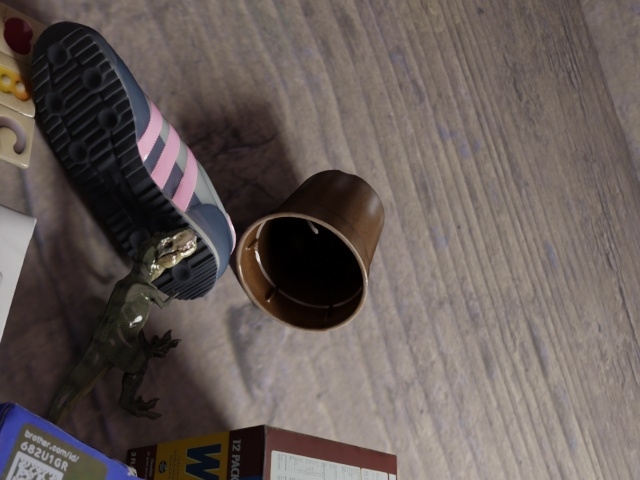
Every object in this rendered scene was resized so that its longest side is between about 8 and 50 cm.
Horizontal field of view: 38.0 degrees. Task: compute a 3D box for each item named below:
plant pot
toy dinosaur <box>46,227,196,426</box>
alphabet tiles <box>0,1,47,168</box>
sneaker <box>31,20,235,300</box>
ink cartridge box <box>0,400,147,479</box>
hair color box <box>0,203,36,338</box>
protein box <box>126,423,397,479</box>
[{"bbox_3d":[0.000,0.000,1.169,0.167,0.167,0.165,58,32,-18],"label":"plant pot"},{"bbox_3d":[-0.196,0.113,0.942,0.268,0.064,0.118,-63,142,-23],"label":"toy dinosaur"},{"bbox_3d":[-0.407,-0.200,0.851,0.342,0.011,0.285,24,58,-44],"label":"alphabet tiles"},{"bbox_3d":[-0.197,-0.093,1.014,0.319,0.112,0.131,64,21,-15],"label":"sneaker"},{"bbox_3d":[-0.199,0.241,0.614,0.270,0.395,0.151,41,47,-33],"label":"ink cartridge box"},{"bbox_3d":[-0.409,0.009,0.636,0.374,0.113,0.185,26,57,-32],"label":"hair color box"},{"bbox_3d":[-0.059,0.279,0.933,0.201,0.199,0.136,25,57,-44],"label":"protein box"}]
